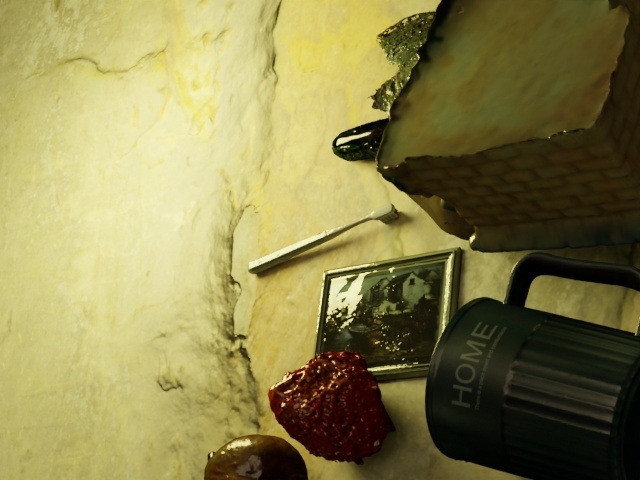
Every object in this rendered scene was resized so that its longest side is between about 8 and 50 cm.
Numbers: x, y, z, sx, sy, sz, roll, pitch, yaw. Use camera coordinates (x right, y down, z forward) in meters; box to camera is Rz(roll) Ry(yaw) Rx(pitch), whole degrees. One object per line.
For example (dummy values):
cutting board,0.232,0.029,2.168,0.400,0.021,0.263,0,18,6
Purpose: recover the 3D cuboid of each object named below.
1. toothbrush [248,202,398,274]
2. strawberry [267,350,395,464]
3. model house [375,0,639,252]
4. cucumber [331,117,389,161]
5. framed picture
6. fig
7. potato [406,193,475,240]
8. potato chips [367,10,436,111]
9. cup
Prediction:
toothbrush,-0.002,-0.001,2.122,0.342,0.030,0.025,-22,54,28
strawberry,0.009,0.271,1.850,0.184,0.201,0.187,-18,69,61
model house,0.381,-0.179,1.693,0.395,0.400,0.446,-11,48,44
cucumber,0.116,-0.190,2.105,0.241,0.074,0.075,-6,63,38
framed picture,0.107,0.134,1.967,0.296,0.019,0.232,-11,60,34
fig,-0.139,0.404,1.948,0.274,0.145,0.170,3,58,58
potato,0.229,-0.107,1.915,0.165,0.165,0.262,-50,52,5
potato chips,0.172,-0.347,2.176,0.202,0.029,0.220,0,65,36
cup,0.348,0.201,1.594,0.292,0.242,0.308,11,56,41
